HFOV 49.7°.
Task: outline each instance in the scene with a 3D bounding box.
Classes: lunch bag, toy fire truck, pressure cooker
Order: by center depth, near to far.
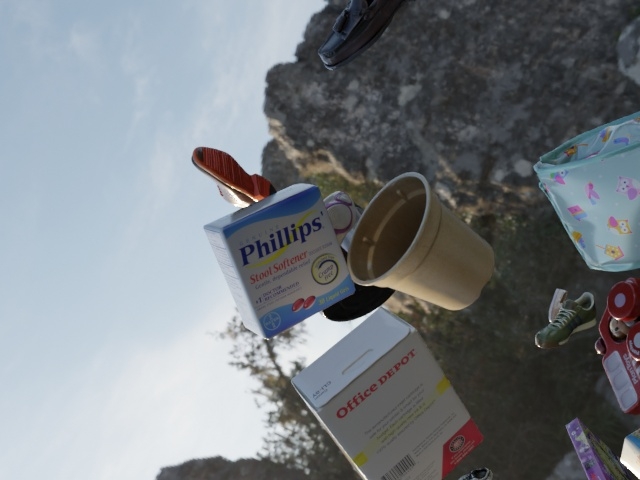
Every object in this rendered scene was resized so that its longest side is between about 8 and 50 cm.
[{"bbox_3d":[0.510,-0.082,1.124,0.223,0.262,0.160,55,-141,-16],"label":"lunch bag"},{"bbox_3d":[0.809,0.260,1.775,0.302,0.169,0.254,-97,27,-44],"label":"toy fire truck"},{"bbox_3d":[0.069,0.050,2.614,0.375,0.420,0.370,-21,-37,-17],"label":"pressure cooker"}]

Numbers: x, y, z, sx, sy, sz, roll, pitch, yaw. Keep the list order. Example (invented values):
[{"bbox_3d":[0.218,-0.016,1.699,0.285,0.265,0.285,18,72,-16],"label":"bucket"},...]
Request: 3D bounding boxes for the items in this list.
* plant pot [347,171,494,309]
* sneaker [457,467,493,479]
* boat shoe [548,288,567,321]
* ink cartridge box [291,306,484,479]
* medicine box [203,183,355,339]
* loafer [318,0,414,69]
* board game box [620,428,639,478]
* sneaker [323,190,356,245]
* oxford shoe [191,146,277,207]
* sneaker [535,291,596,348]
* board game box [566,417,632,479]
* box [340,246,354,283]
[{"bbox_3d":[0.293,0.032,1.895,0.334,0.305,0.334,-44,30,33],"label":"plant pot"},{"bbox_3d":[0.318,0.497,1.452,0.037,0.083,0.032,54,-166,-43],"label":"sneaker"},{"bbox_3d":[0.678,0.186,1.965,0.035,0.035,0.100,36,-110,-43],"label":"boat shoe"},{"bbox_3d":[0.156,0.386,1.568,0.279,0.160,0.384,-38,-63,-11],"label":"ink cartridge box"},{"bbox_3d":[-0.097,0.044,1.671,0.263,0.149,0.289,-26,-73,-21],"label":"medicine box"},{"bbox_3d":[0.100,-0.460,1.314,0.302,0.109,0.095,-42,-52,9],"label":"loafer"},{"bbox_3d":[0.835,0.453,1.458,0.303,0.224,0.097,-23,-50,-16],"label":"board game box"},{"bbox_3d":[0.000,0.000,1.921,0.152,0.114,0.305,-28,37,62],"label":"sneaker"},{"bbox_3d":[-0.228,-0.139,1.714,0.271,0.098,0.097,33,-142,-41],"label":"oxford shoe"},{"bbox_3d":[0.571,0.178,1.607,0.192,0.064,0.086,-18,-65,-29],"label":"sneaker"},{"bbox_3d":[0.772,0.641,1.823,0.056,0.208,0.347,-39,12,17],"label":"board game box"},{"bbox_3d":[-0.015,0.094,2.169,0.381,0.191,0.143,39,-133,-77],"label":"box"}]
